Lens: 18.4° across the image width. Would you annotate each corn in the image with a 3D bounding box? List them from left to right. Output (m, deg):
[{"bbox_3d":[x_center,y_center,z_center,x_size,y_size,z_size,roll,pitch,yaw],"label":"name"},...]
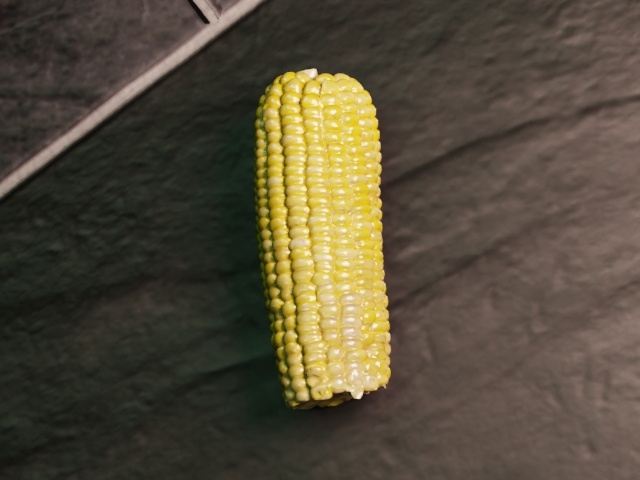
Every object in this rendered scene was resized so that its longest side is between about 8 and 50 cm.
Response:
[{"bbox_3d":[0.000,0.000,1.410,0.093,0.093,0.244,-6,76,13],"label":"corn"}]
